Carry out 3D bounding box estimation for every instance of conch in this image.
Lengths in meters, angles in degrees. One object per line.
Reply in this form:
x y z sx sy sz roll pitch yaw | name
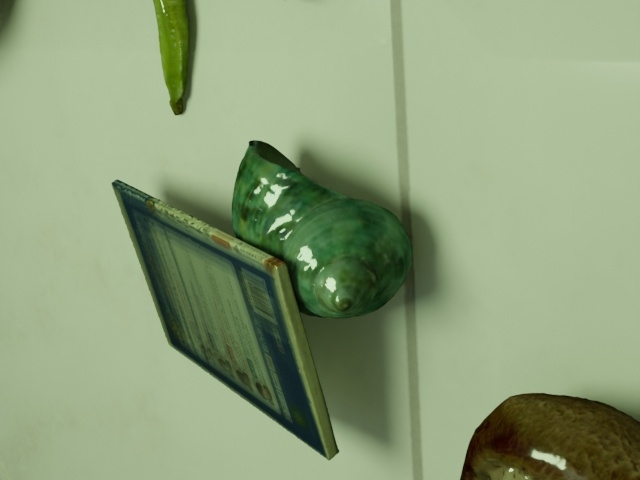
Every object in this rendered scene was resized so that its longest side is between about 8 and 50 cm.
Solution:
-0.004 0.001 0.985 0.188 0.122 0.176 23 148 46 | conch

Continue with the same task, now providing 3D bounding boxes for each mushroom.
0.214 0.240 0.869 0.253 0.153 0.253 25 128 35 | mushroom

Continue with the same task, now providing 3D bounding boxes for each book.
-0.104 0.071 1.082 0.322 0.018 0.228 26 138 49 | book

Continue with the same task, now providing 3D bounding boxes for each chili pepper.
-0.158 -0.231 1.100 0.049 0.043 0.208 0 106 27 | chili pepper
